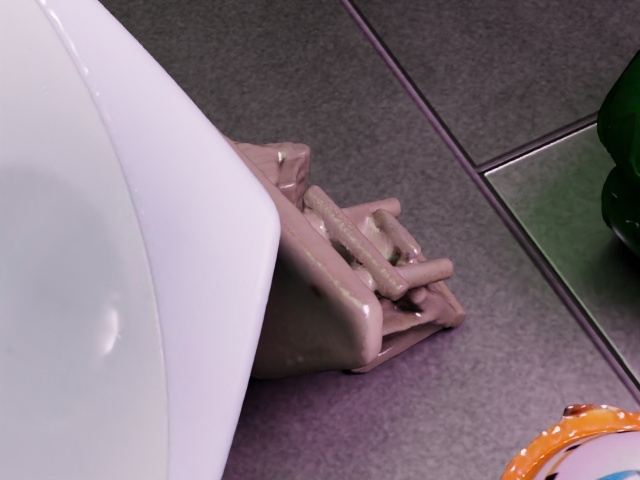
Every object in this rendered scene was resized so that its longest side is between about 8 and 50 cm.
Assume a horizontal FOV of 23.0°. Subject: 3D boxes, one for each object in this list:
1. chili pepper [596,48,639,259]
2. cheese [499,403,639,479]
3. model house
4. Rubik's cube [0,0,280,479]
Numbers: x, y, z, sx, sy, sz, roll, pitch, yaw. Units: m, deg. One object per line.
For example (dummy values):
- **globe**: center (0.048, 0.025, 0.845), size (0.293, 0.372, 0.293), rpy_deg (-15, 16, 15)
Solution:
- **chili pepper**: center (0.316, -0.053, 0.989), size (0.257, 0.233, 0.248), rpy_deg (20, 42, 29)
- **cheese**: center (0.229, 0.186, 0.875), size (0.329, 0.129, 0.217), rpy_deg (0, 57, -17)
- **model house**: center (-0.006, 0.006, 1.017), size (0.229, 0.122, 0.188), rpy_deg (44, 29, 26)
- **Rubik's cube**: center (-0.267, 0.046, 0.825), size (0.352, 0.347, 0.351), rpy_deg (-12, 49, 37)
